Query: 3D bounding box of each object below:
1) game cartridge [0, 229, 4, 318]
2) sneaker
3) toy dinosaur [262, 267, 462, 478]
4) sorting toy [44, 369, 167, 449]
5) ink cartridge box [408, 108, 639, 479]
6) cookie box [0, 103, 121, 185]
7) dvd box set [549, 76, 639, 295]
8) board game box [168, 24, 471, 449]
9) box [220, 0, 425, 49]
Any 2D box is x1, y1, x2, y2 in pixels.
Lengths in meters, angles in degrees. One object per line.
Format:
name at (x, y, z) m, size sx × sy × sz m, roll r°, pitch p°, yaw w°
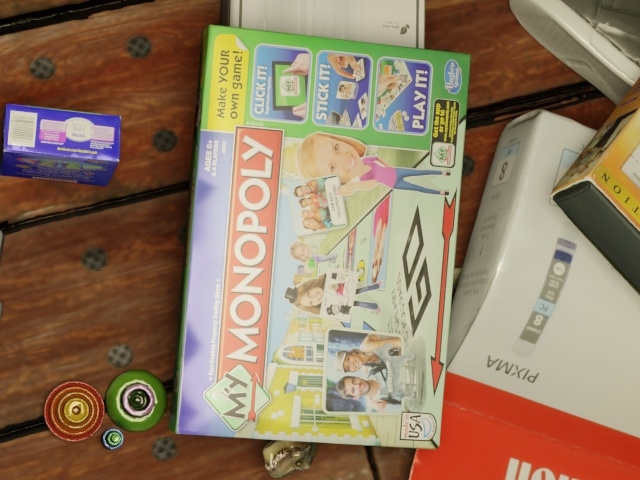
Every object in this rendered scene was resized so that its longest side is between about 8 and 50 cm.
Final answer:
game cartridge at (-0.383, 0.146, 1.232) m, size 0.230 × 0.068 × 0.355 m, roll 12°, pitch 80°, yaw -15°
sneaker at (0.322, -0.168, 1.402) m, size 0.296 × 0.104 × 0.147 m, roll 42°, pitch 81°, yaw 0°
toy dinosaur at (0.020, 0.076, 1.331) m, size 0.268 × 0.064 × 0.118 m, roll -45°, pitch 100°, yaw -18°
sorting toy at (-0.171, 0.139, 1.286) m, size 0.102 × 0.042 × 0.061 m, roll -10°, pitch 85°, yaw -14°
ink cartridge box at (0.255, 0.120, 1.342) m, size 0.308 × 0.091 × 0.385 m, roll 20°, pitch 77°, yaw -16°
cookie box at (-0.210, -0.075, 1.272) m, size 0.092 × 0.107 × 0.040 m, roll 5°, pitch 80°, yaw -13°
dvd box set at (0.411, -0.074, 1.341) m, size 0.307 × 0.062 × 0.420 m, roll 45°, pitch 62°, yaw -10°
board game box at (0.000, 0.000, 1.256) m, size 0.214 × 0.046 × 0.317 m, roll 5°, pitch 89°, yaw -13°
box at (-0.001, -0.179, 1.343) m, size 0.169 × 0.087 × 0.290 m, roll 2°, pitch 82°, yaw -12°
